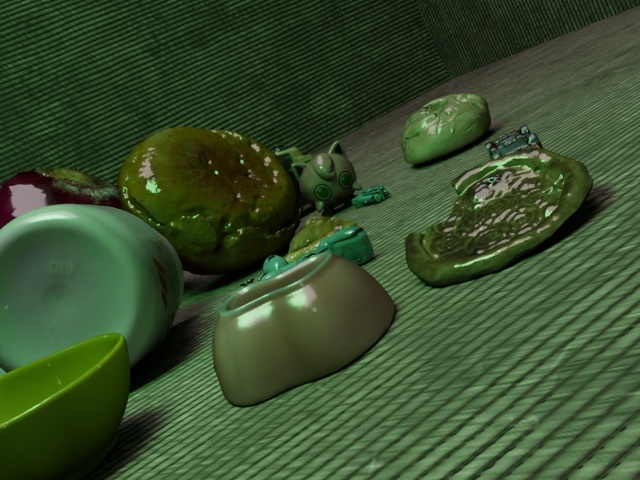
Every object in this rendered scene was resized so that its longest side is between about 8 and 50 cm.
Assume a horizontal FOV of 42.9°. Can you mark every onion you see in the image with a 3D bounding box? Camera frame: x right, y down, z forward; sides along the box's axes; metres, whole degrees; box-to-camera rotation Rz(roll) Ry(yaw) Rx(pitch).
[{"bbox_3d":[-0.507,0.077,1.663,0.398,0.398,0.420,-142,73,-80],"label":"onion"}]

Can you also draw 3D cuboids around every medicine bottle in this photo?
[{"bbox_3d":[-0.336,0.076,1.214,0.256,0.256,0.325,-26,-1,2],"label":"medicine bottle"}]

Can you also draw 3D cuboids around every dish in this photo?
[{"bbox_3d":[-0.032,0.080,0.865,0.213,0.090,0.213,-26,10,5],"label":"dish"},{"bbox_3d":[-0.311,0.208,0.871,0.262,0.108,0.221,-21,11,20],"label":"dish"}]

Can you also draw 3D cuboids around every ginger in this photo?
[{"bbox_3d":[0.000,0.000,1.342,0.176,0.053,0.193,-19,19,38],"label":"ginger"}]

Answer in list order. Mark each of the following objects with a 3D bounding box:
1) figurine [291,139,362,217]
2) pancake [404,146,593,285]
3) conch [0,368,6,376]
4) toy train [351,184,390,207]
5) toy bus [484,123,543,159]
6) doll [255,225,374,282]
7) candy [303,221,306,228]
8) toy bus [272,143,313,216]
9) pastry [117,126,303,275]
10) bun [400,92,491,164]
[{"bbox_3d":[0.017,-0.124,1.703,0.125,0.138,0.125,-22,16,7],"label":"figurine"},{"bbox_3d":[0.197,-0.031,0.919,0.212,0.029,0.235,-5,37,46],"label":"pancake"},{"bbox_3d":[-0.480,0.214,1.339,0.221,0.121,0.185,-14,44,35],"label":"conch"},{"bbox_3d":[0.099,-0.087,1.603,0.045,0.029,0.092,-39,15,-24],"label":"toy train"},{"bbox_3d":[0.267,-0.103,1.089,0.065,0.077,0.192,-26,11,12],"label":"toy bus"},{"bbox_3d":[-0.022,0.039,1.156,0.159,0.059,0.158,-34,14,-31],"label":"doll"},{"bbox_3d":[0.007,-0.017,1.473,0.035,0.035,0.123,14,-3,-30],"label":"candy"},{"bbox_3d":[-0.112,-0.140,2.016,0.201,0.177,0.365,-21,8,-2],"label":"toy bus"},{"bbox_3d":[-0.210,-0.088,1.562,0.356,0.356,0.164,-34,-20,-38],"label":"pastry"},{"bbox_3d":[0.262,-0.248,1.764,0.210,0.116,0.237,-28,10,-11],"label":"bun"}]
